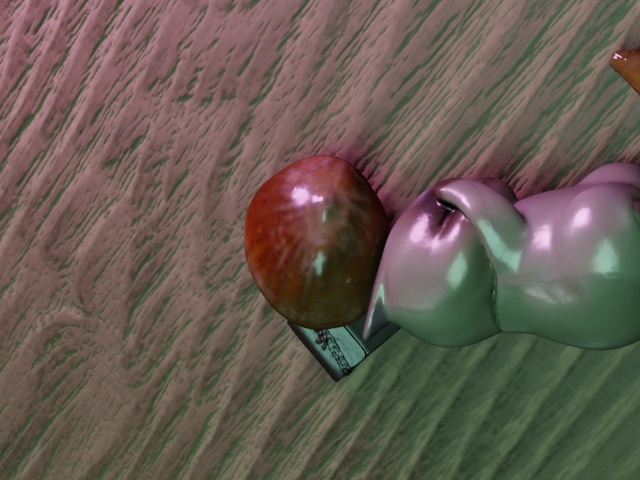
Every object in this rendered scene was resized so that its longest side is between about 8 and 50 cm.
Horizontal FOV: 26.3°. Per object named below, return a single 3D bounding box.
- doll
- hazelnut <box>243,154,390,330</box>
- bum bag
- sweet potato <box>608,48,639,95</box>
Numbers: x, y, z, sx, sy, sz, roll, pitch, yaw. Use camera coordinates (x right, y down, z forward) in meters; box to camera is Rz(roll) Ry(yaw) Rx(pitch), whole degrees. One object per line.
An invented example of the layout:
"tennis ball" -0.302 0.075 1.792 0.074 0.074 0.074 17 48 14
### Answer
"doll" 0.242 0.020 1.549 0.370 0.215 0.226 4 122 18
"hazelnut" 0.000 0.000 1.644 0.176 0.214 0.214 -14 102 -15
"bum bag" 0.040 0.097 1.750 0.159 0.026 0.109 -43 86 25
"sweet potato" 0.472 -0.149 1.460 0.336 0.131 0.131 25 112 11
